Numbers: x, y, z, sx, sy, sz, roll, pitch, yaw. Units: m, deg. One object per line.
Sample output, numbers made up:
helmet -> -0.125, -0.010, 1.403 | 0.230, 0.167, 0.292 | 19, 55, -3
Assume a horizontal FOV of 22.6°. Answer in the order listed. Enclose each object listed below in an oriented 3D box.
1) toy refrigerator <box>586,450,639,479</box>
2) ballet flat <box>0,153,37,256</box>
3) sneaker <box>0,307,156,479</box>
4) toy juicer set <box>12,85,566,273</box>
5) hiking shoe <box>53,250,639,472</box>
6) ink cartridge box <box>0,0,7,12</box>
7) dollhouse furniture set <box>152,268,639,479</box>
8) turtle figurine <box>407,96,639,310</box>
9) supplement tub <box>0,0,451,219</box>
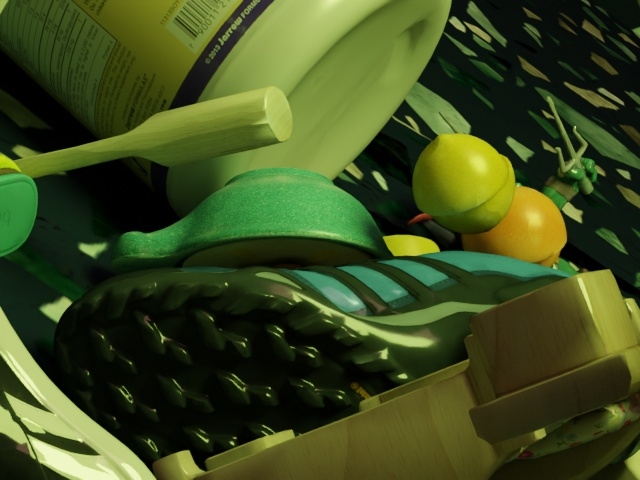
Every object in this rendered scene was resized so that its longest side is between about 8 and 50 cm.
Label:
toy refrigerator -> 0.178, 0.172, 0.799 | 0.094, 0.102, 0.269 | 16, 16, -18
ballet flat -> -0.219, -0.008, 0.747 | 0.077, 0.077, 0.231 | 19, 14, 16
sneaker -> -0.147, 0.102, 0.626 | 0.217, 0.079, 0.121 | 51, 47, -3
toy juicer set -> 0.000, 0.000, 0.891 | 0.329, 0.209, 0.090 | 16, 65, -39
hiking shoe -> 0.018, 0.061, 0.821 | 0.304, 0.113, 0.132 | 5, 14, -4
ink cartridge box -> -0.238, -0.288, 0.834 | 0.166, 0.395, 0.285 | 10, 33, -47
dollhouse furniture set -> 0.070, 0.119, 0.550 | 0.303, 0.355, 0.174 | -3, 70, -64
turtle figurine -> 0.166, -0.009, 1.254 | 0.234, 0.118, 0.175 | 52, 37, 0
supplement tub -> -0.105, -0.189, 1.045 | 0.331, 0.241, 0.241 | 42, 22, 15
